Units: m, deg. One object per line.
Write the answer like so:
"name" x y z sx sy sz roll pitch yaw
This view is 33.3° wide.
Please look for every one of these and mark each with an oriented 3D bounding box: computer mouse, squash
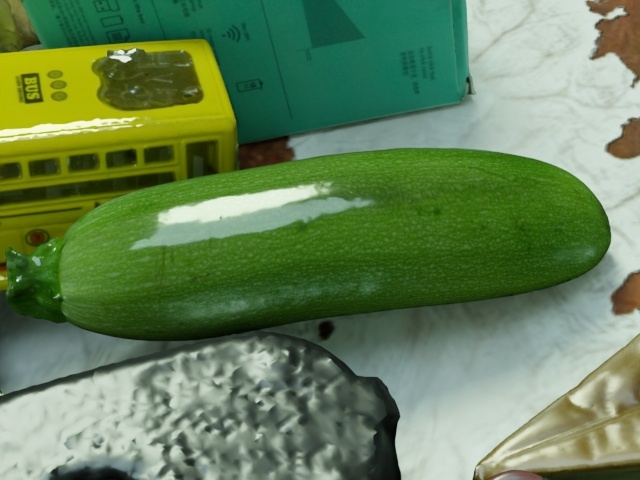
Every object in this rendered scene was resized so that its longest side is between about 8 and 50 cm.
"computer mouse" -0.106 0.156 0.590 0.323 0.116 0.183 -14 58 -19
"squash" 0.000 0.000 0.677 0.395 0.107 0.107 -6 49 -7

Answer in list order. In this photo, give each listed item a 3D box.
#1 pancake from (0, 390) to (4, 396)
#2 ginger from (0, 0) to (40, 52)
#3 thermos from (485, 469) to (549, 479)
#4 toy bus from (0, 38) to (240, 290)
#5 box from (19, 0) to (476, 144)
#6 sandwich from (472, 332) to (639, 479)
"pancake" -0.306 0.081 0.745 0.377 0.054 0.197 21 49 26
"ginger" -0.286 -0.241 0.958 0.131 0.086 0.294 -37 35 -6
"thermos" 0.082 0.210 0.516 0.330 0.109 0.136 -26 39 -10
"toy bus" -0.224 -0.045 0.728 0.330 0.152 0.144 -8 45 -14
"box" -0.051 -0.184 0.813 0.311 0.205 0.118 -11 51 4
"sandwich" 0.161 0.099 0.613 0.163 0.079 0.113 -9 47 7
